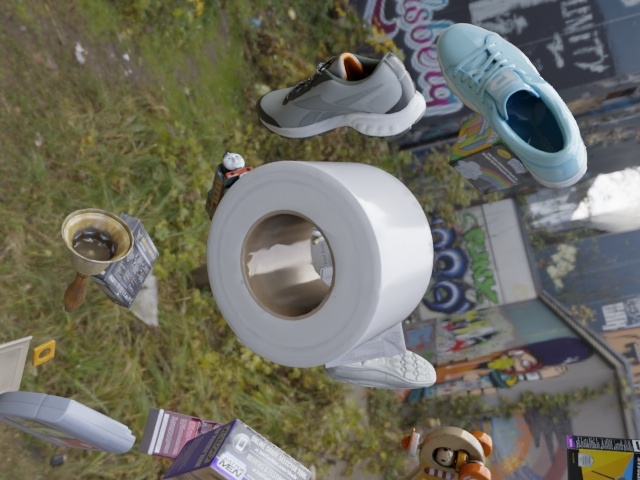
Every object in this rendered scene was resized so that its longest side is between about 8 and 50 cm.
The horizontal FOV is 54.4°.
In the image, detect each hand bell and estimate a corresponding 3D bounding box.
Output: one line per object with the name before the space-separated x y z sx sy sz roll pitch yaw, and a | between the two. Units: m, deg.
hand bell | -0.454 0.066 1.192 0.242 0.126 0.126 -54 -155 38

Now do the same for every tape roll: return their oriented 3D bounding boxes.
tape roll | 0.001 0.021 0.792 0.169 0.246 0.246 -11 88 -61

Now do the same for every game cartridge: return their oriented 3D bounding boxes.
game cartridge | -0.534 0.364 1.255 0.196 0.294 0.060 48 48 -35

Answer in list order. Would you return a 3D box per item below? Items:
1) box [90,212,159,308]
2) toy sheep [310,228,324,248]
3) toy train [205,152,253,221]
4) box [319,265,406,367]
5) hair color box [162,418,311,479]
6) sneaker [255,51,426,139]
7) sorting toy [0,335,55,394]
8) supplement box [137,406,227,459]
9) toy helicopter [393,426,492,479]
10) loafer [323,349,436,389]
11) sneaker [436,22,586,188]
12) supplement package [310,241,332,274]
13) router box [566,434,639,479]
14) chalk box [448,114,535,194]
box | -0.521 0.059 1.663 0.231 0.056 0.183 91 20 -66
toy sheep | -0.010 -0.044 1.202 0.091 0.091 0.132 -73 -178 -69
toy train | -0.291 -0.138 2.045 0.190 0.142 0.334 57 -30 21
box | 0.082 0.138 1.307 0.290 0.169 0.087 -88 164 -68
hair color box | -0.182 0.483 1.273 0.185 0.339 0.110 38 53 -8
sneaker | 0.014 -0.206 0.861 0.100 0.271 0.108 -55 132 -32
sorting toy | -0.828 0.329 1.560 0.347 0.047 0.196 -15 133 -62
supplement box | -0.406 0.587 1.856 0.239 0.073 0.130 27 66 -34
toy helicopter | 0.291 0.621 1.711 0.234 0.355 0.140 32 36 -5
loafer | 0.162 0.356 1.719 0.112 0.319 0.112 117 -17 -44
sneaker | 0.318 -0.256 1.047 0.366 0.135 0.150 53 10 22
supplement package | 0.000 0.000 1.613 0.198 0.262 0.200 -20 100 -53
router box | 0.526 0.449 1.146 0.046 0.133 0.179 -47 131 -62
chalk box | 0.407 -0.206 1.334 0.132 0.213 0.132 36 62 -22
